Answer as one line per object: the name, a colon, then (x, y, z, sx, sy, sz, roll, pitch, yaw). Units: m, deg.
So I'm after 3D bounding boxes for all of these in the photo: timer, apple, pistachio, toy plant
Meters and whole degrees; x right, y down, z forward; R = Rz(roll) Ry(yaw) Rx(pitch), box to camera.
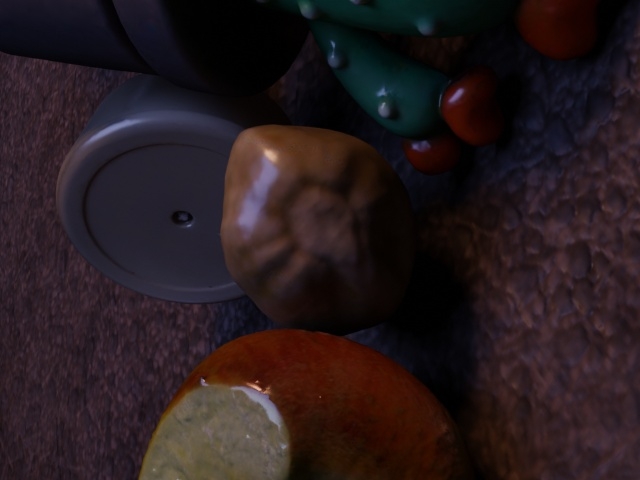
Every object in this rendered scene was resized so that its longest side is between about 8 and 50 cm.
timer: (-0.087, -0.104, 0.921, 0.175, 0.175, 0.266, -52, 23, 38)
apple: (0.000, 0.139, 0.657, 0.195, 0.160, 0.173, 62, 147, 9)
pistachio: (0.000, 0.000, 0.707, 0.108, 0.185, 0.126, -43, 61, -7)
toy plant: (-0.028, -0.185, 0.684, 0.400, 0.185, 0.279, 6, 93, 31)
